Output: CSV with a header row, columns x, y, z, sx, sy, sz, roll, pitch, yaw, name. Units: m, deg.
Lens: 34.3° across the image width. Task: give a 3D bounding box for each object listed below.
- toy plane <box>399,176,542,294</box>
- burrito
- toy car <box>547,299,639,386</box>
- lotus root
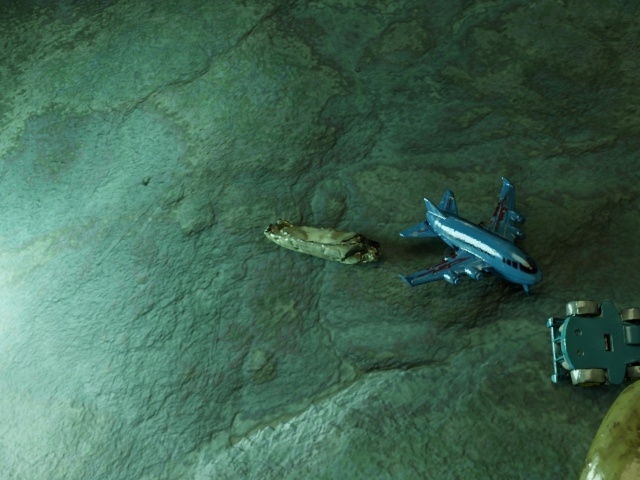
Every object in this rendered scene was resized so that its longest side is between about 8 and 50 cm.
x,y,z,sx,sy,sz,roll,pitch,yaw,name
0.260,0.009,1.695,0.254,0.105,0.271,-41,51,-14,toy plane
0.001,0.001,1.827,0.229,0.063,0.058,16,69,33,burrito
0.422,0.155,1.540,0.161,0.098,0.126,0,76,-14,toy car
0.431,0.301,1.365,0.160,0.146,0.284,1,53,50,lotus root
